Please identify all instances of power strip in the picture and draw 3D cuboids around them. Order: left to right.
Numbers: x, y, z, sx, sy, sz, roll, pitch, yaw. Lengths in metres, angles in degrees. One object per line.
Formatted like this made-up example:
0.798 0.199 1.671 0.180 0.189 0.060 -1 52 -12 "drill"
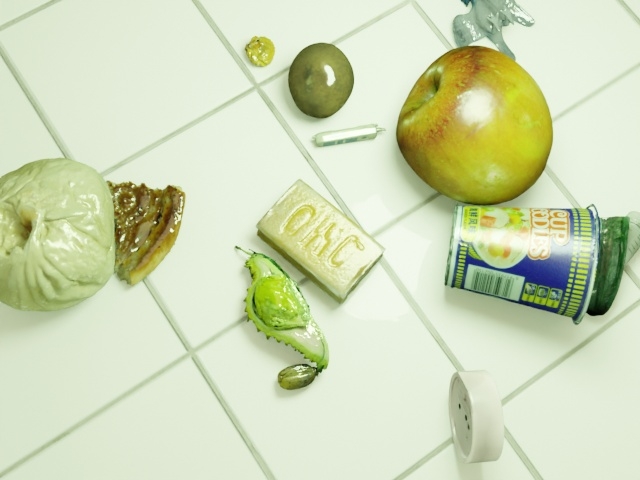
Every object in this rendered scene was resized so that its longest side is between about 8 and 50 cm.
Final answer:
0.073 -0.267 1.870 0.191 0.047 0.030 -9 78 -6 "power strip"

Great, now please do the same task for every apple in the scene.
0.375 -0.270 1.770 0.375 0.374 0.384 8 34 -1 "apple"

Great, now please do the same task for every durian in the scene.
-0.101 0.146 1.702 0.107 0.132 0.375 -14 64 -52 "durian"

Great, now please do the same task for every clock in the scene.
0.337 0.384 1.611 0.068 0.197 0.196 -2 73 -5 "clock"

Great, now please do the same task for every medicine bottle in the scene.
0.751 -0.005 1.816 0.080 0.080 0.130 40 75 8 "medicine bottle"

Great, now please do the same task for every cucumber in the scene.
0.663 0.061 1.759 0.115 0.063 0.243 3 90 41 "cucumber"

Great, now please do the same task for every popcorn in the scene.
-0.157 -0.498 1.910 0.084 0.084 0.084 1 73 -3 "popcorn"

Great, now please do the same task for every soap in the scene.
0.000 0.000 1.764 0.274 0.089 0.173 39 76 9 "soap"

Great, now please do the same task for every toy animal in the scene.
0.453 -0.596 1.982 0.239 0.176 0.255 -28 111 -8 "toy animal"

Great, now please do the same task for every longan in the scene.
0.001 -0.400 1.849 0.168 0.167 0.187 12 73 0 "longan"

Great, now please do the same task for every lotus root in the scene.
-0.050 0.310 1.686 0.099 0.049 0.054 -12 54 -10 "lotus root"

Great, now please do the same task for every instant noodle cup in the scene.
0.452 0.034 1.704 0.313 0.284 0.284 8 73 9 "instant noodle cup"

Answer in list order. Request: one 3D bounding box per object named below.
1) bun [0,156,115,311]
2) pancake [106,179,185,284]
-0.622 -0.026 1.646 0.352 0.227 0.349 -42 76 -8 "bun"
-0.448 -0.053 1.767 0.244 0.057 0.266 37 76 9 "pancake"
